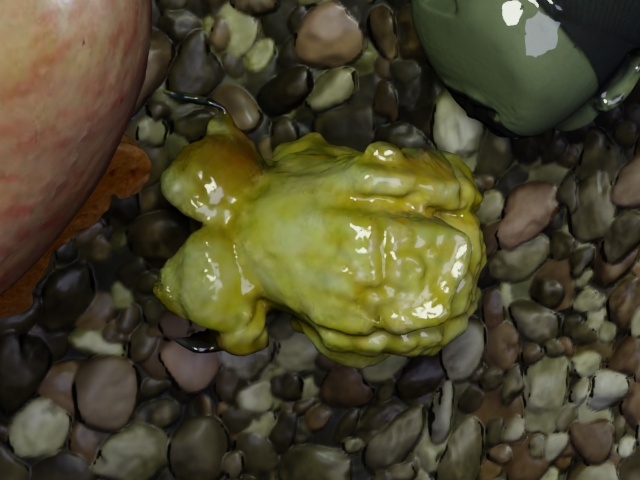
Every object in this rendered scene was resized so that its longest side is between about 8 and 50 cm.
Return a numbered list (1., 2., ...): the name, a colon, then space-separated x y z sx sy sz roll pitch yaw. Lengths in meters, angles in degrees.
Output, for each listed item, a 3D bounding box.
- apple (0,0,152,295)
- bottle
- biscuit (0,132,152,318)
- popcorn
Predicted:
1. apple: -0.229 -0.098 0.748 0.345 0.269 0.344 -9 107 -33
2. bottle: 0.198 -0.218 1.216 0.347 0.168 0.168 -48 120 -6
3. biscuit: -0.223 0.005 1.067 0.280 0.043 0.183 -23 148 -13
4. popcorn: 0.003 -0.004 1.173 0.195 0.168 0.173 5 116 8
